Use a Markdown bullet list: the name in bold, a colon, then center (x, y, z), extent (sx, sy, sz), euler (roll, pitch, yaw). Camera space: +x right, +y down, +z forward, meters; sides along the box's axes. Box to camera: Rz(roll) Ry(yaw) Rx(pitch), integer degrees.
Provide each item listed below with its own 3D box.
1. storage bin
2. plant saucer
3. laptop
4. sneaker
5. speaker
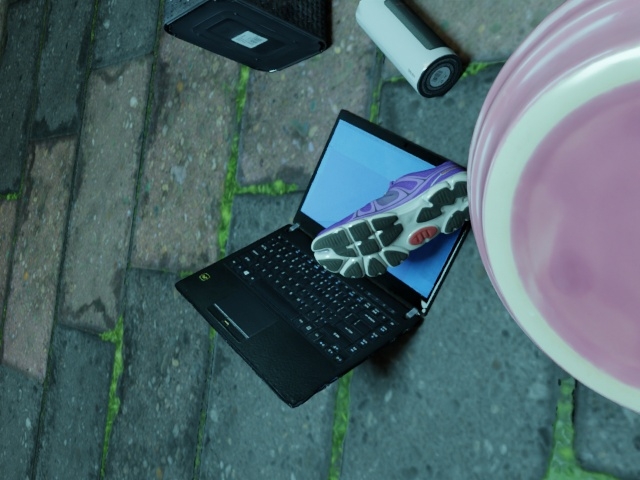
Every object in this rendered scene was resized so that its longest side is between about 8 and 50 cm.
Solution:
- **storage bin**: center (-0.089, -0.284, 0.779), extent (0.122, 0.180, 0.084), euler (-9, 76, 42)
- **plant saucer**: center (0.235, -0.008, 0.397), extent (0.332, 0.084, 0.331), euler (22, 126, 33)
- **laptop**: center (0.000, 0.000, 0.678), extent (0.234, 0.264, 0.136), euler (36, 144, 41)
- **sneaker**: center (0.071, -0.022, 0.616), extent (0.170, 0.068, 0.071), euler (-25, 34, 1)
- **speaker**: center (0.092, -0.215, 0.684), extent (0.055, 0.055, 0.136), euler (-49, 53, 26)
